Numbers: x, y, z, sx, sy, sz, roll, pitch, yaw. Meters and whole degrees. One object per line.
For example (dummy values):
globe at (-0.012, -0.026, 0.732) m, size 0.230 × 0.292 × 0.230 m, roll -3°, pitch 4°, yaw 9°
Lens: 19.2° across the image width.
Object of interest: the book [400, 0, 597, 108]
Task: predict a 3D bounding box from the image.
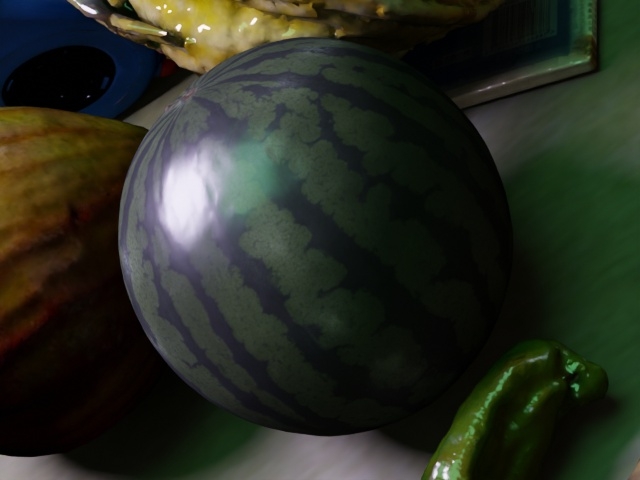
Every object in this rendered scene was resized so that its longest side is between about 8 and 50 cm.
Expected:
book at (0.078, -0.208, 1.234) m, size 0.228 × 0.018 × 0.322 m, roll -14°, pitch 51°, yaw 29°

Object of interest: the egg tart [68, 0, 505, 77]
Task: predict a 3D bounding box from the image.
egg tart at (-0.033, -0.154, 1.122) m, size 0.297 × 0.297 × 0.132 m, roll 33°, pitch 121°, yaw 46°

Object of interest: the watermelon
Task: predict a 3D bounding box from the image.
watermelon at (0.000, 0.000, 0.999) m, size 0.212 × 0.212 × 0.212 m, roll -20°, pitch 49°, yaw 25°

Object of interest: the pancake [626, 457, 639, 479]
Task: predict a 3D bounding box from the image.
pancake at (0.262, 0.138, 0.761) m, size 0.288 × 0.033 × 0.286 m, roll 23°, pitch 79°, yaw 23°

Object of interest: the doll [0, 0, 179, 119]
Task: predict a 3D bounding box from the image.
doll at (-0.217, -0.231, 1.330) m, size 0.284 × 0.240 × 0.310 m, roll -50°, pitch 50°, yaw 42°

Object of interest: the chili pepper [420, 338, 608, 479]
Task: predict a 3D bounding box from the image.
chili pepper at (0.073, 0.140, 0.936) m, size 0.073 × 0.072 × 0.204 m, roll 11°, pitch 65°, yaw 40°

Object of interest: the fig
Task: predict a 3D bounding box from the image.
fig at (-0.124, -0.020, 1.126) m, size 0.321 × 0.217 × 0.217 m, roll -38°, pitch 42°, yaw -11°
